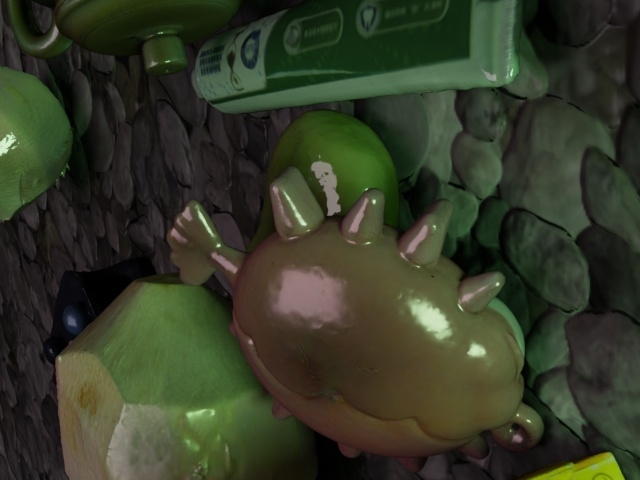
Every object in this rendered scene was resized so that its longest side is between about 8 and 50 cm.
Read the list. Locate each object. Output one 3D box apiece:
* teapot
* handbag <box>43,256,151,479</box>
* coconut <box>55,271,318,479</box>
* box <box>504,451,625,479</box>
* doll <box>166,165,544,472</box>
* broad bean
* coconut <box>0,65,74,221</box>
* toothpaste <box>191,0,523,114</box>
[{"bbox_3d":[-0.138,-0.201,0.812,0.267,0.185,0.175,-17,82,37],"label":"teapot"},{"bbox_3d":[-0.212,0.209,1.226,0.326,0.118,0.269,66,150,21],"label":"handbag"},{"bbox_3d":[-0.103,0.137,0.909,0.237,0.197,0.237,33,127,58],"label":"coconut"},{"bbox_3d":[0.028,0.187,0.627,0.152,0.269,0.043,-43,65,57],"label":"box"},{"bbox_3d":[0.020,0.055,0.698,0.262,0.093,0.211,25,130,13],"label":"doll"},{"bbox_3d":[0.000,0.000,0.783,0.124,0.082,0.174,45,139,31],"label":"broad bean"},{"bbox_3d":[-0.372,-0.101,1.280,0.183,0.170,0.171,-74,0,-48],"label":"coconut"},{"bbox_3d":[0.005,-0.129,0.743,0.392,0.061,0.099,0,85,58],"label":"toothpaste"}]
